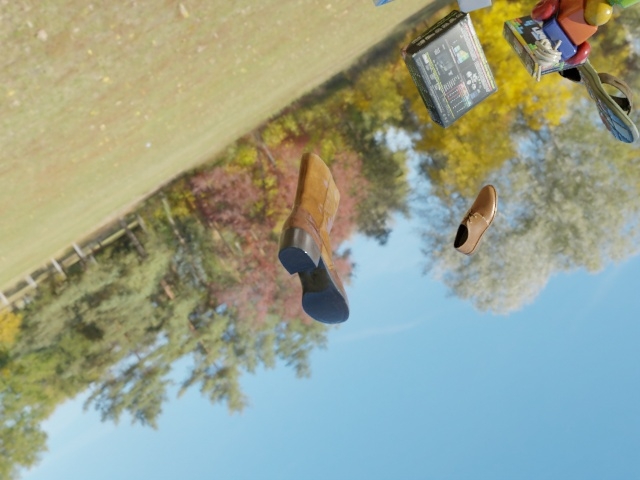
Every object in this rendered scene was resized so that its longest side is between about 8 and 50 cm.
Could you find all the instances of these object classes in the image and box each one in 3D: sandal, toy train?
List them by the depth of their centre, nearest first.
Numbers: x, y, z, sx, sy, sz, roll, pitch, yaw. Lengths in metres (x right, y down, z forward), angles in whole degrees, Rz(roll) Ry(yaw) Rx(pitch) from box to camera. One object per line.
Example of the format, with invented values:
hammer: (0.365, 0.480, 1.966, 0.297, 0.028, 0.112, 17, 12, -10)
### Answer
toy train: (0.381, -0.318, 0.981, 0.143, 0.105, 0.248, -27, -153, 42)
sandal: (0.724, -0.370, 1.748, 0.086, 0.120, 0.303, -23, -130, 17)

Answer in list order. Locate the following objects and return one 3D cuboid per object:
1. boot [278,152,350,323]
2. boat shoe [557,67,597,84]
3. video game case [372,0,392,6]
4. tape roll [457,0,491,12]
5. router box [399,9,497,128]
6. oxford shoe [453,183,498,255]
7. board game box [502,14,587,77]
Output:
boot: (0.000, 0.000, 1.439, 0.096, 0.264, 0.280, -18, -142, 25)
boat shoe: (0.746, -0.520, 2.099, 0.066, 0.066, 0.183, -6, -146, -27)
video game case: (0.199, -0.438, 1.067, 0.193, 0.023, 0.212, -27, -178, -21)
tape roll: (0.338, -0.644, 1.619, 0.072, 0.219, 0.219, -12, -165, 18)
router box: (0.169, -0.224, 0.918, 0.092, 0.122, 0.038, -36, -145, -3)
oxford shoe: (0.436, -0.061, 1.970, 0.076, 0.076, 0.212, 27, -82, 49)
board game box: (0.539, -0.477, 1.685, 0.141, 0.170, 0.048, -17, 145, -6)
